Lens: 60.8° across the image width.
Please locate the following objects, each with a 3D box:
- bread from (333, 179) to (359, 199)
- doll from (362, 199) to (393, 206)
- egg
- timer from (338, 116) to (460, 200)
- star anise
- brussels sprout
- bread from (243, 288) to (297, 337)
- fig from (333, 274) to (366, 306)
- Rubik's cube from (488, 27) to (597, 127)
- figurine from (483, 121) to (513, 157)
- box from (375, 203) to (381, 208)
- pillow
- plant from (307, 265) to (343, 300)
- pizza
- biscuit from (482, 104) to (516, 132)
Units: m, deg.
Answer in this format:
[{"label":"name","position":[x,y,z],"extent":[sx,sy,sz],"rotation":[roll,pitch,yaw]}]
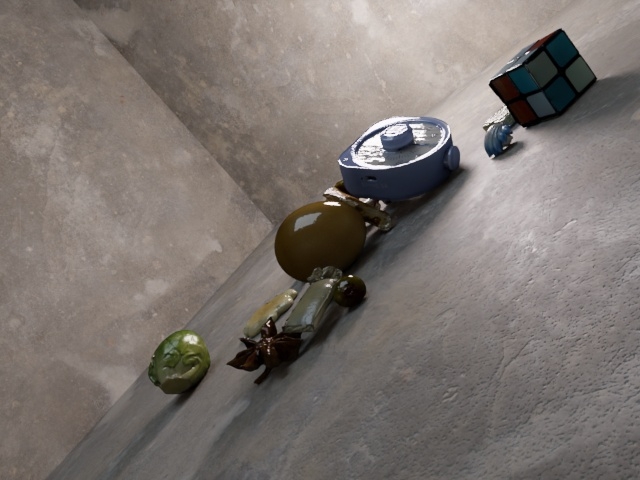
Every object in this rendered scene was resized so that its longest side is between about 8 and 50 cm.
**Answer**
[{"label":"bread","position":[0.101,-0.184,2.002],"extent":[0.035,0.090,0.094],"rotation":[-53,12,-13]},{"label":"doll","position":[0.212,-0.153,2.018],"extent":[0.271,0.144,0.208],"rotation":[-41,-12,-20]},{"label":"egg","position":[0.000,0.000,1.754],"extent":[0.322,0.250,0.250],"rotation":[-31,13,29]},{"label":"timer","position":[0.279,-0.292,1.824],"extent":[0.394,0.174,0.395],"rotation":[-13,32,8]},{"label":"star anise","position":[-0.134,0.287,1.432],"extent":[0.212,0.111,0.196],"rotation":[-21,26,44]},{"label":"brussels sprout","position":[-0.511,0.442,1.973],"extent":[0.244,0.244,0.244],"rotation":[-40,10,8]},{"label":"bread","position":[-0.190,0.265,1.962],"extent":[0.250,0.039,0.182],"rotation":[-35,11,30]},{"label":"fig","position":[0.077,0.132,1.414],"extent":[0.098,0.081,0.084],"rotation":[50,-127,-84]},{"label":"Rubik's cube","position":[0.617,-0.448,1.529],"extent":[0.167,0.183,0.180],"rotation":[-44,8,-11]},{"label":"figurine","position":[0.514,-0.288,1.583],"extent":[0.114,0.079,0.115],"rotation":[-169,90,-84]},{"label":"box","position":[0.190,-0.123,2.175],"extent":[0.062,0.045,0.098],"rotation":[-47,10,-37]},{"label":"pillow","position":[-0.017,0.167,1.440],"extent":[0.119,0.053,0.208],"rotation":[-17,27,42]},{"label":"plant","position":[0.012,0.137,1.556],"extent":[0.116,0.104,0.122],"rotation":[-21,26,36]},{"label":"pizza","position":[0.113,-0.112,1.881],"extent":[0.365,0.182,0.074],"rotation":[31,103,44]},{"label":"biscuit","position":[0.654,-0.452,1.784],"extent":[0.252,0.052,0.150],"rotation":[-42,9,-3]}]
